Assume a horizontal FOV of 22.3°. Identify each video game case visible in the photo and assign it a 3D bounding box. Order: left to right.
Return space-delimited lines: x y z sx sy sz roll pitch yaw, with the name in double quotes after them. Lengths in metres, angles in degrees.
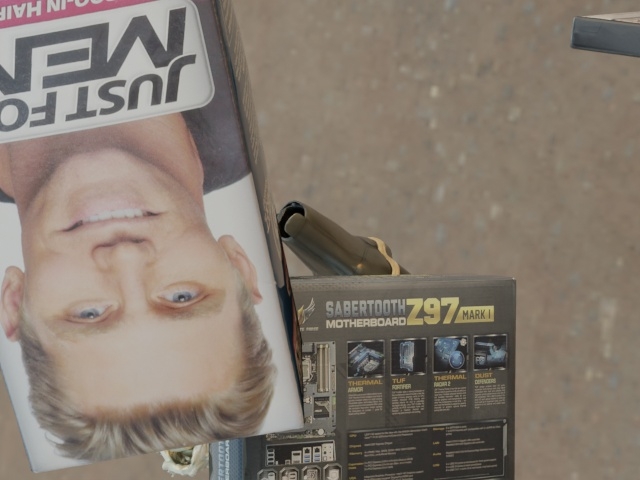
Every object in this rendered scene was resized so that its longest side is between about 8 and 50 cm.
0.423 -0.197 1.615 0.275 0.248 0.035 12 104 30 "video game case"

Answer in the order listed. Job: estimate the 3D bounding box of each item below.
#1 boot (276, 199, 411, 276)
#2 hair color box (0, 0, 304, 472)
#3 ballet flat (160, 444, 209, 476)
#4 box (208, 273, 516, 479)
0.000 0.000 1.541 0.077 0.137 0.198 -56 20 -6 "boot"
-0.121 -0.044 0.941 0.105 0.174 0.347 -95 -5 -62 "hair color box"
-0.220 0.135 2.130 0.409 0.147 0.147 66 164 -18 "ballet flat"
0.034 0.117 1.178 0.059 0.233 0.183 4 95 61 "box"
